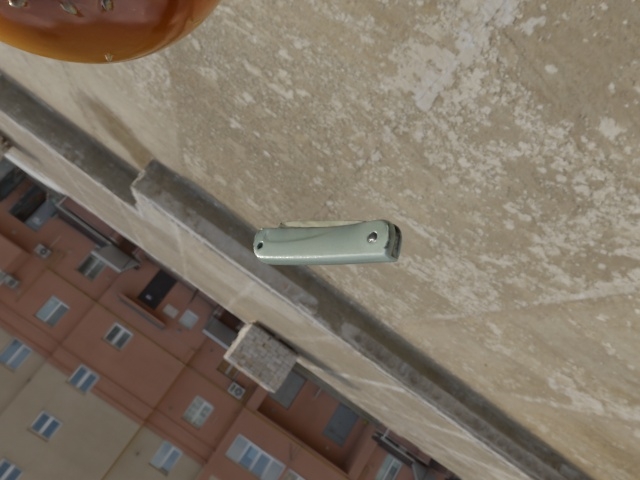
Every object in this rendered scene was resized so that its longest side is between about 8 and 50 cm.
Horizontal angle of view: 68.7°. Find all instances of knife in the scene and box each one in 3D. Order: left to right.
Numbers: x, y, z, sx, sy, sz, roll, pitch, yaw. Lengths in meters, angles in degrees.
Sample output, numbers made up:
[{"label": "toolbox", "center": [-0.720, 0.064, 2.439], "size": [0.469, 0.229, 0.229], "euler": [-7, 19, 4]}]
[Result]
[{"label": "knife", "center": [0.000, 0.000, 0.409], "size": [0.162, 0.044, 0.023], "euler": [-3, 156, 42]}]

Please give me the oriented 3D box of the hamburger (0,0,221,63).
[{"label": "hamburger", "center": [-0.148, -0.216, 0.253], "size": [0.170, 0.246, 0.246], "euler": [62, -179, 38]}]
